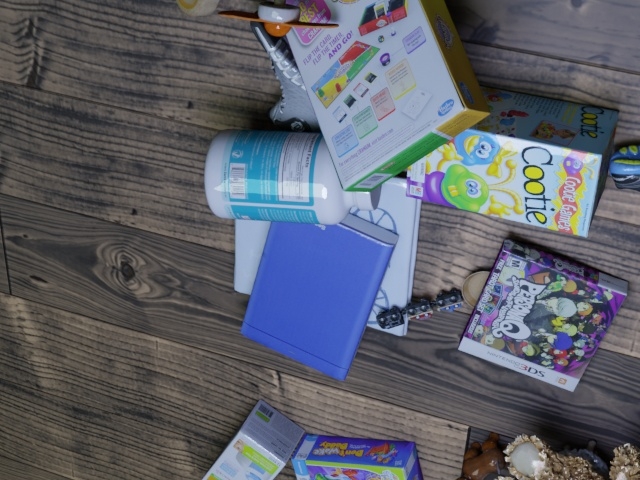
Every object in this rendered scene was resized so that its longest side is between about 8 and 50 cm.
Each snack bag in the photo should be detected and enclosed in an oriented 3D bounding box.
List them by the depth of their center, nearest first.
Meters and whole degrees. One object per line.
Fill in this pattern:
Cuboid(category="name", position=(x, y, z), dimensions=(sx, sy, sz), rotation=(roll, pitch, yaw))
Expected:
Cuboid(category="snack bag", position=(0.000, 0.000, 1.997), dimensions=(0.342, 0.037, 0.323), rotation=(13, 125, 16))

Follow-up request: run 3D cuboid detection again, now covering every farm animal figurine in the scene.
Cuboid(category="farm animal figurine", position=(0.379, 0.524, 2.084), dimensions=(0.327, 0.172, 0.330), rotation=(-6, 118, 28))

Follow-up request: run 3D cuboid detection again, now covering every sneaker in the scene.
Cuboid(category="sneaker", position=(0.517, -0.094, 1.688), dimensions=(0.188, 0.067, 0.078), rotation=(7, 145, 19))
Cuboid(category="sneaker", position=(-0.059, -0.246, 1.830), dimensions=(0.132, 0.086, 0.228), rotation=(-31, 106, 39))

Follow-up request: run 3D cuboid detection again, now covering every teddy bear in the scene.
Cuboid(category="teddy bear", position=(0.448, 0.442, 1.925), dimensions=(0.338, 0.113, 0.245), rotation=(6, 98, 14))

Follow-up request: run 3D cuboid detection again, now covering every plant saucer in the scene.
Cuboid(category="plant saucer", position=(0.278, 0.082, 1.933), dimensions=(0.083, 0.015, 0.083), rotation=(8, 125, 12))

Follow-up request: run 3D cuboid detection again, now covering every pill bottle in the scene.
Cuboid(category="pill bottle", position=(-0.040, -0.100, 1.834), dimensions=(0.264, 0.146, 0.146), rotation=(4, 123, 15))

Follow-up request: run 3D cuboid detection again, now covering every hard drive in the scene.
Cuboid(category="hard drive", position=(-0.009, 0.081, 2.003), dimensions=(0.210, 0.040, 0.318), rotation=(24, 127, 9))

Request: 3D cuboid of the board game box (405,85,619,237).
Cuboid(category="board game box", position=(0.281, -0.126, 1.713), dimensions=(0.275, 0.144, 0.142), rotation=(14, 127, 17))

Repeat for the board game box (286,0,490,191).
Cuboid(category="board game box", position=(0.081, -0.263, 1.658), dimensions=(0.242, 0.064, 0.316), rotation=(-32, 70, 37))

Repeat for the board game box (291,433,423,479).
Cuboid(category="board game box", position=(0.099, 0.547, 2.289), dimensions=(0.233, 0.078, 0.347), rotation=(-1, 121, 25))

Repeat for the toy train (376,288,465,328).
Cuboid(category="toy train", position=(0.172, 0.120, 1.973), dimensions=(0.158, 0.027, 0.036), rotation=(-18, 125, 12))

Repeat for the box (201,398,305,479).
Cuboid(category="box", position=(-0.136, 0.431, 2.304), dimensions=(0.114, 0.103, 0.203), rotation=(36, 129, -1))

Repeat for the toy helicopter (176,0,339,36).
Cuboid(category="toy helicopter", position=(-0.098, -0.393, 1.704), dimensions=(0.355, 0.140, 0.235), rotation=(-13, 92, 49))

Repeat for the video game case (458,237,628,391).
Cuboid(category="video game case", position=(0.360, 0.125, 1.899), dimensions=(0.210, 0.042, 0.232), rotation=(20, 128, 3))
